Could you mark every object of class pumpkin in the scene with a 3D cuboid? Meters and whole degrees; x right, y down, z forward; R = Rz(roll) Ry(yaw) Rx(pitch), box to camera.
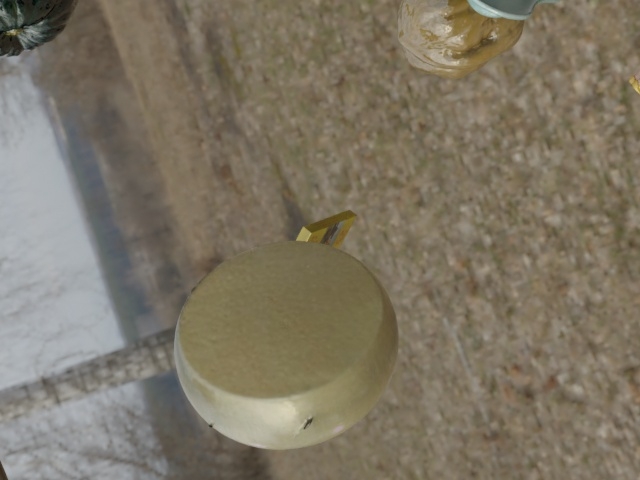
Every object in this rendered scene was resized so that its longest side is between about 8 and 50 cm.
[{"bbox_3d":[-0.454,-0.357,1.637,0.220,0.221,0.161,103,149,-70],"label":"pumpkin"}]

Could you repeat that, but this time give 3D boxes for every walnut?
[{"bbox_3d":[0.170,-0.277,1.408,0.166,0.167,0.149,91,155,-61],"label":"walnut"}]

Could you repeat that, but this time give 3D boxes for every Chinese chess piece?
[{"bbox_3d":[-0.041,0.121,1.364,0.102,0.273,0.273,77,168,-45],"label":"Chinese chess piece"}]

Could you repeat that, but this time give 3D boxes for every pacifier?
[{"bbox_3d":[0.196,-0.292,1.171,0.127,0.150,0.116,49,141,20],"label":"pacifier"}]

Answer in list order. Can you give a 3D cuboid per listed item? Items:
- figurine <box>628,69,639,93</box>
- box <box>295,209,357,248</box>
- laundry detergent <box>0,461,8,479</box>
[{"bbox_3d":[0.673,-0.365,2.118,0.240,0.116,0.174,-57,11,21],"label":"figurine"},{"bbox_3d":[0.000,0.000,1.940,0.023,0.155,0.086,35,118,20],"label":"box"},{"bbox_3d":[-0.428,0.317,1.352,0.237,0.076,0.171,-21,88,56],"label":"laundry detergent"}]
